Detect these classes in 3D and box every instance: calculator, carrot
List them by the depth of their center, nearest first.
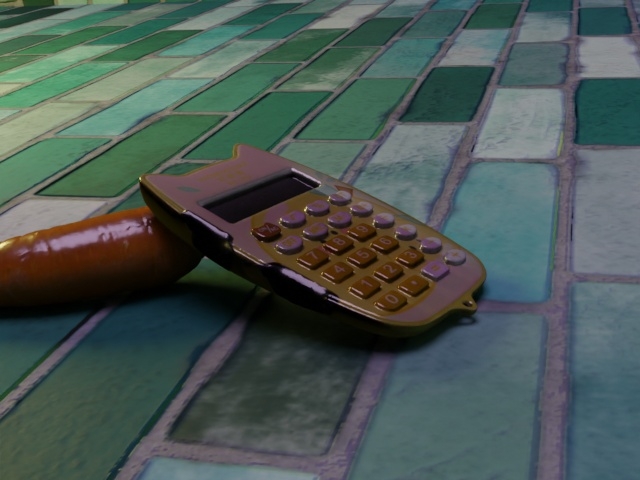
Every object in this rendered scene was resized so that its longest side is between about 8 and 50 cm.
[{"bbox_3d":[0.000,0.000,0.641,0.237,0.033,0.157,26,28,25],"label":"calculator"},{"bbox_3d":[-0.208,0.020,0.654,0.271,0.062,0.066,-11,55,-8],"label":"carrot"}]
